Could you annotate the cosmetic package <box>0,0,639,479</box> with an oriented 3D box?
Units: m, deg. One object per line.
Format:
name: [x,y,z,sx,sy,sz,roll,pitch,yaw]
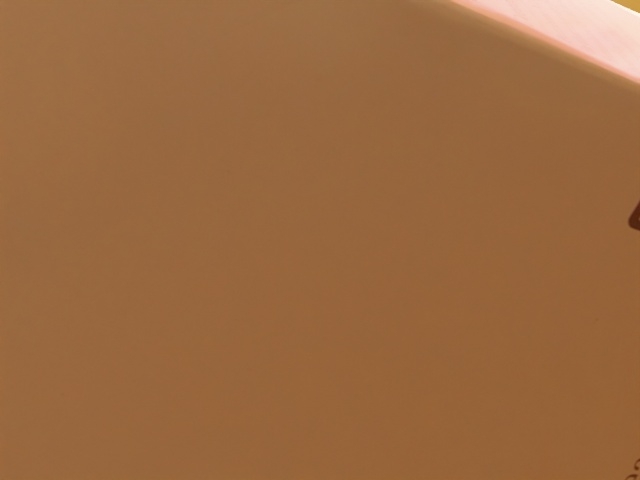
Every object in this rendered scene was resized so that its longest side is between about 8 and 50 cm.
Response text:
cosmetic package: [0.000,0.000,0.490,0.385,0.217,0.156,18,21,-17]
